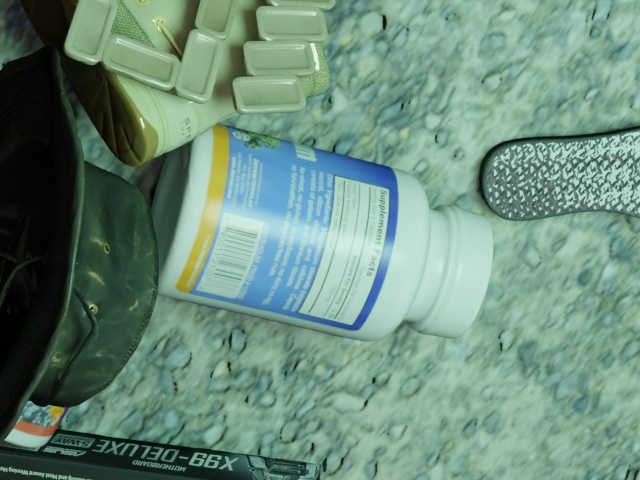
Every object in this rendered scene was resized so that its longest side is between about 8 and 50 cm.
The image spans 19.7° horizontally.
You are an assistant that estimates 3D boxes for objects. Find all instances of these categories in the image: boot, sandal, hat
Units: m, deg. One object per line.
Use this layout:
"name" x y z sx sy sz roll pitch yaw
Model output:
"boot" -0.125 -0.203 1.491 0.203 0.095 0.262 -22 74 -30
"sandal" 0.269 -0.062 1.648 0.254 0.054 0.097 4 99 -2
"hat" -0.199 0.024 1.405 0.134 0.331 0.331 14 104 -28

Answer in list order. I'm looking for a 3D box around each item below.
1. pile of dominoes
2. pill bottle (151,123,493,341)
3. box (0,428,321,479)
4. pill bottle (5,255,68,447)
"pile of dominoes" -0.083 -0.211 1.453 0.196 0.040 0.251 21 64 -15
"pill bottle" 0.000 0.000 1.554 0.272 0.152 0.152 13 104 -16
"box" -0.162 0.296 1.603 0.307 0.076 0.242 7 106 8
"pill bottle" -0.229 0.067 1.551 0.108 0.108 0.193 29 98 -18
